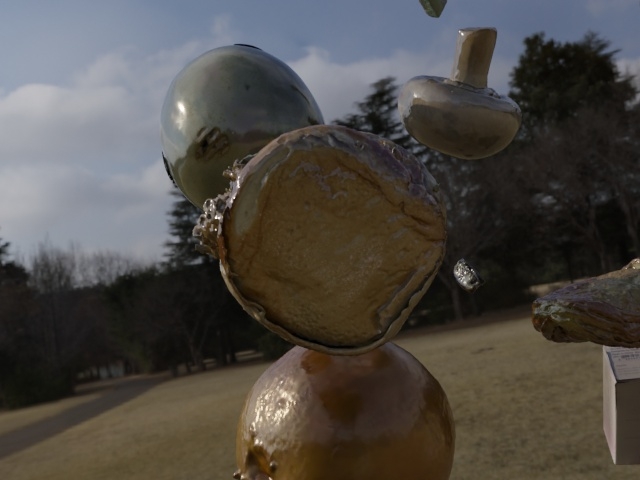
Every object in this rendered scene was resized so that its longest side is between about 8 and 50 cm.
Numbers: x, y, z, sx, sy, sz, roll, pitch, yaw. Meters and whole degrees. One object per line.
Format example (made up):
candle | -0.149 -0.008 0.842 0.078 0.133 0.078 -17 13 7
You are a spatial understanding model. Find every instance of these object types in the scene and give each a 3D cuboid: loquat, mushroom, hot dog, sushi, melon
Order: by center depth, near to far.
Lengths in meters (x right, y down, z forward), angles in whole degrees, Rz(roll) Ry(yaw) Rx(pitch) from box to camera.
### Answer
loquat | 0.037 0.295 1.002 0.328 0.329 0.328 -8 -5 -1
hot dog | 0.461 0.114 1.086 0.258 0.114 0.175 -18 8 -20
melon | -0.129 -0.171 1.105 0.268 0.330 0.269 -17 -44 -17
mushroom | 0.237 -0.246 1.126 0.207 0.215 0.207 9 23 -4
sushi | 0.304 0.076 1.427 0.044 0.083 0.046 34 -76 -33

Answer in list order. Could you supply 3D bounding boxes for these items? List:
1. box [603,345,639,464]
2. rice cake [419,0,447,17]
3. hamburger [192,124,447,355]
box | 0.641 0.301 1.269 0.203 0.252 0.106 -10 34 11
rice cake | 0.190 -0.486 1.233 0.042 0.080 0.221 29 4 28
hamburger | 0.000 0.000 0.741 0.285 0.243 0.146 -10 8 2
